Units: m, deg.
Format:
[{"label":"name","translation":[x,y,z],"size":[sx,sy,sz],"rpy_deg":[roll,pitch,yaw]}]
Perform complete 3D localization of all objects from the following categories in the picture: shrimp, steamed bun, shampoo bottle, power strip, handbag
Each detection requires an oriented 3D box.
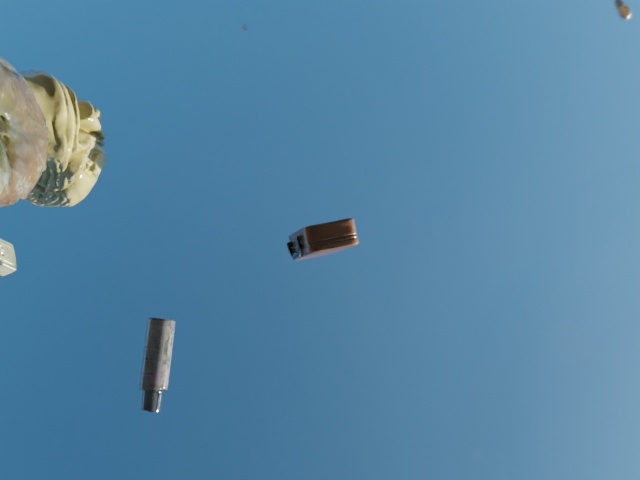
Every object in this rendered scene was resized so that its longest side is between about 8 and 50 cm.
[{"label":"shrimp","translation":[-0.453,-0.131,0.661],"size":[0.110,0.445,0.221],"rpy_deg":[-13,-77,7]},{"label":"steamed bun","translation":[-0.571,-0.225,1.161],"size":[0.276,0.289,0.203],"rpy_deg":[1,-126,27]},{"label":"shampoo bottle","translation":[-0.386,0.291,1.332],"size":[0.072,0.072,0.213],"rpy_deg":[4,-101,-1]},{"label":"power strip","translation":[-0.756,0.021,1.277],"size":[0.042,0.175,0.075],"rpy_deg":[-24,-113,4]},{"label":"handbag","translation":[0.000,0.000,1.389],"size":[0.151,0.193,0.072],"rpy_deg":[-10,-93,-20]}]
